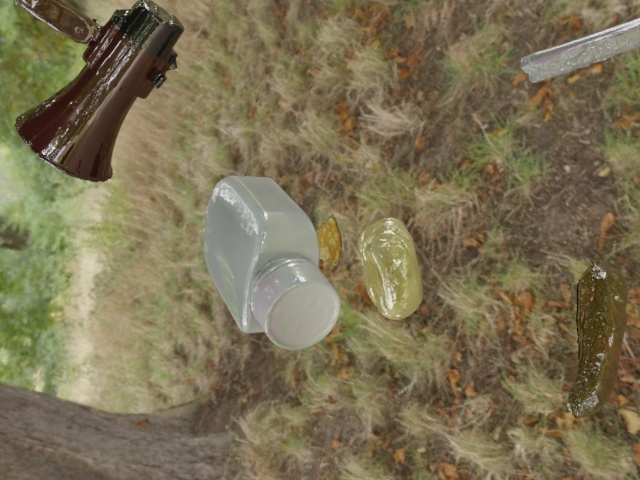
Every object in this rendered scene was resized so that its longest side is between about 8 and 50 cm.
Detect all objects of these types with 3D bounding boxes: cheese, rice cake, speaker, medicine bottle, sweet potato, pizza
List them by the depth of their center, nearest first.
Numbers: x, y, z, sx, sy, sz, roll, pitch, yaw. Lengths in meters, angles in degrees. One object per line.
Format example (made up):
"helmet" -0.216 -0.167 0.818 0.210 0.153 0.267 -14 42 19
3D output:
"medicine bottle" -0.050 0.020 0.548 0.183 0.070 0.119 48 130 55
"sweet potato" 0.413 0.146 0.911 0.075 0.075 0.273 -18 39 47
"rice cake" 0.475 -0.330 1.031 0.270 0.048 0.055 -16 21 17
"speaker" -0.421 -0.310 1.108 0.329 0.259 0.198 -54 4 17
"cheese" 0.158 0.063 1.345 0.214 0.118 0.225 145 111 -87
"pizza" 0.000 0.000 1.396 0.026 0.109 0.122 -6 89 56
